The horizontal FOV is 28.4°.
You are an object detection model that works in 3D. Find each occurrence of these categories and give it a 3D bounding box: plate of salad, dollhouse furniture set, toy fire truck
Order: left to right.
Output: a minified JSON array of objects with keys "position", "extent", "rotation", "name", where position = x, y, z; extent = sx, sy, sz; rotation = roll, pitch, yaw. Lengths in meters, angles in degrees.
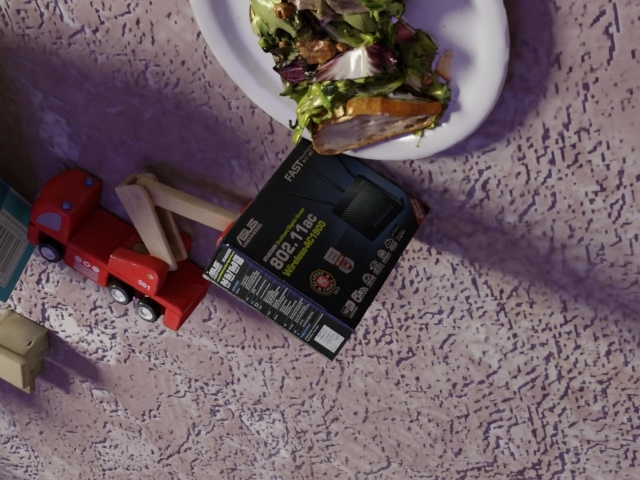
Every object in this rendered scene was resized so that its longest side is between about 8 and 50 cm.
[{"position":[-0.335,0.137,1.149],"extent":[0.161,0.101,0.182],"rotation":[25,140,13],"name":"dollhouse furniture set"},{"position":[-0.118,-0.004,0.896],"extent":[0.192,0.047,0.135],"rotation":[31,140,7],"name":"toy fire truck"},{"position":[0.006,-0.119,0.692],"extent":[0.200,0.048,0.200],"rotation":[20,139,19],"name":"plate of salad"}]

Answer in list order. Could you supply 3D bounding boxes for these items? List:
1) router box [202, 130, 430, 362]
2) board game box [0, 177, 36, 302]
[{"position":[0.000,0.000,0.756],"extent":[0.092,0.122,0.038],"rotation":[33,137,2],"name":"router box"},{"position":[-0.399,-0.082,0.916],"extent":[0.336,0.079,0.254],"rotation":[21,166,18],"name":"board game box"}]
